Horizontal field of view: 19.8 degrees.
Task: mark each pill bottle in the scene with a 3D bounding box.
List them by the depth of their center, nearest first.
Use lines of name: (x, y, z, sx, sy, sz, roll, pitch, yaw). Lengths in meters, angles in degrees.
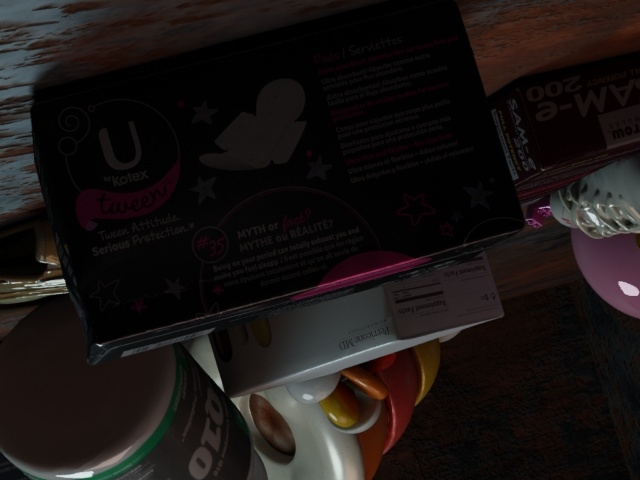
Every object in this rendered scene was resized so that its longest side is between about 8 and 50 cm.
pill bottle: (-0.190, 0.213, 1.939, 0.204, 0.204, 0.361, -18, 149, 9)

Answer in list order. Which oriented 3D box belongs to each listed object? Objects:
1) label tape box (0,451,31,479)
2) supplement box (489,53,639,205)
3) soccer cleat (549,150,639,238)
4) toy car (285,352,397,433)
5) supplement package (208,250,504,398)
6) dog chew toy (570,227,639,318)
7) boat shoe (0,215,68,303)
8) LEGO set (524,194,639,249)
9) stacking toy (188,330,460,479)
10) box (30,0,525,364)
label tape box: (-0.284, 0.272, 2.155, 0.240, 0.334, 0.106, -14, 173, -22)
supplement box: (0.170, -0.075, 1.511, 0.130, 0.073, 0.239, -16, 175, -25)
soccer cleat: (0.274, -0.040, 1.620, 0.143, 0.116, 0.331, -30, -174, 11)
toy car: (0.024, 0.139, 2.275, 0.136, 0.182, 0.159, -38, 141, 10)
supplement package: (0.029, 0.064, 2.040, 0.262, 0.145, 0.204, -22, 172, 38)
dog chew toy: (0.408, -0.041, 1.947, 0.206, 0.206, 0.332, -14, 165, -28)
boat shoe: (-0.187, 0.006, 1.349, 0.190, 0.068, 0.072, -19, 162, 19)
LEGO set: (0.308, -0.034, 1.839, 0.087, 0.093, 0.227, 29, 155, -36)
stacking toy: (0.068, 0.180, 2.750, 0.480, 0.350, 0.350, -32, -177, -34)
box: (-0.032, -0.031, 1.062, 0.247, 0.142, 0.163, -14, 175, -10)
